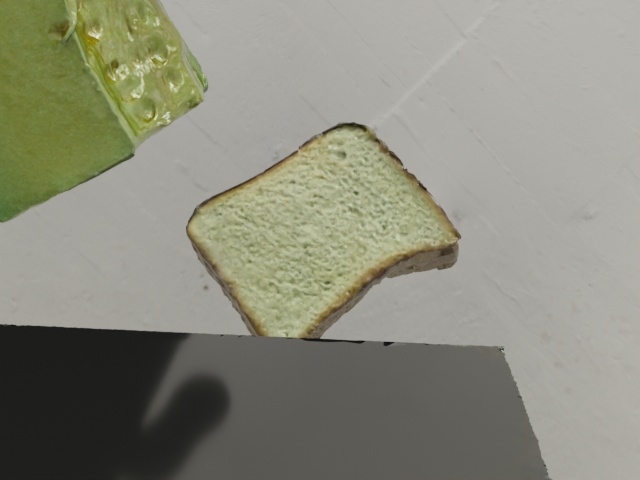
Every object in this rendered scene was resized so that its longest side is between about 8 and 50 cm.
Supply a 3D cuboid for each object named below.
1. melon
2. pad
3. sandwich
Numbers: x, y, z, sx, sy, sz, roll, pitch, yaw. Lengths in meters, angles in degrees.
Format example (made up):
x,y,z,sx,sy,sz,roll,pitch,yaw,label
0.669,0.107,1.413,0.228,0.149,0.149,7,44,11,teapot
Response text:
x,y,z,sx,sy,sz,roll,pitch,yaw,label
-0.249,-0.234,0.714,0.226,0.331,0.343,-3,-61,47,melon
-0.088,0.088,0.329,0.368,0.247,0.007,1,-74,5,pad
0.000,0.000,0.734,0.215,0.065,0.186,-36,-110,-14,sandwich
